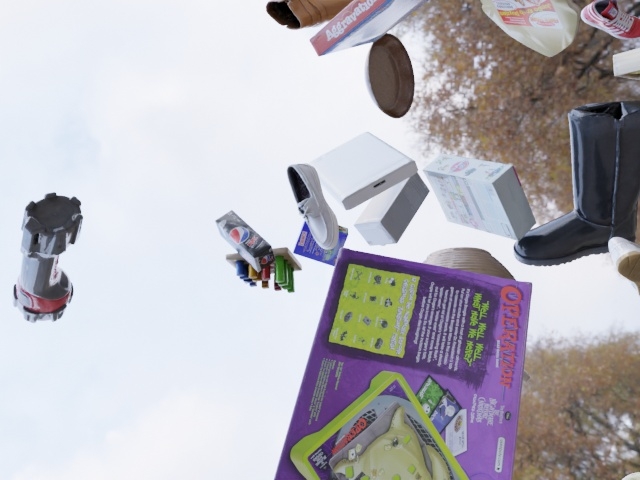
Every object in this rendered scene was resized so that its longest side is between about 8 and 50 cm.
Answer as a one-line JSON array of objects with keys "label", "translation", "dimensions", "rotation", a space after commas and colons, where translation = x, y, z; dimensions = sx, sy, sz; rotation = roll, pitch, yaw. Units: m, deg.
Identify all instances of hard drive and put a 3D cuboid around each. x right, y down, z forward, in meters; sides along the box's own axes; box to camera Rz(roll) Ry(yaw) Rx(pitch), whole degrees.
[{"label": "hard drive", "translation": [0.098, -0.189, 1.523], "dimensions": [0.203, 0.307, 0.040], "rotation": [-29, -61, -4]}]

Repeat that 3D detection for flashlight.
[{"label": "flashlight", "translation": [-0.456, 0.033, 0.991], "dimensions": [0.103, 0.304, 0.103], "rotation": [4, -126, -30]}]

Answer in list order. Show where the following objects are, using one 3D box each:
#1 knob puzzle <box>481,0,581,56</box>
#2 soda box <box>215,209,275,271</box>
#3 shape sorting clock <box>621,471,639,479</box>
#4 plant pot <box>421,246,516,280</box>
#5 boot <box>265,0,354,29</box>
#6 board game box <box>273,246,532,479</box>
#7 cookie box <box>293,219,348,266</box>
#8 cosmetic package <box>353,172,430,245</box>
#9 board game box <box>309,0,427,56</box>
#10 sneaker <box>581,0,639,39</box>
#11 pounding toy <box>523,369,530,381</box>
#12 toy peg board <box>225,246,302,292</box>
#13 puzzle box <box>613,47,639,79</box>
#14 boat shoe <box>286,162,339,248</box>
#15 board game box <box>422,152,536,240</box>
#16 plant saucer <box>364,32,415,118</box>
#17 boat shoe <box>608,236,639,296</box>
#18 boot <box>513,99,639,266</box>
[{"label": "knob puzzle", "translation": [0.331, -0.368, 0.921], "dimensions": [0.030, 0.213, 0.213], "rotation": [-51, -46, -3]}, {"label": "soda box", "translation": [-0.181, -0.001, 1.403], "dimensions": [0.053, 0.169, 0.060], "rotation": [-36, -36, -21]}, {"label": "shape sorting clock", "translation": [0.550, 0.418, 0.869], "dimensions": [0.040, 0.206, 0.206], "rotation": [-44, -52, -34]}, {"label": "plant pot", "translation": [0.258, 0.081, 1.082], "dimensions": [0.237, 0.237, 0.110], "rotation": [23, -119, -48]}, {"label": "boot", "translation": [0.022, -0.586, 1.487], "dimensions": [0.220, 0.283, 0.109], "rotation": [-37, -31, -40]}, {"label": "board game box", "translation": [0.077, 0.181, 0.557], "dimensions": [0.056, 0.208, 0.347], "rotation": [72, -149, -58]}, {"label": "cookie box", "translation": [0.000, 0.000, 1.372], "dimensions": [0.107, 0.040, 0.092], "rotation": [19, -68, -8]}, {"label": "cosmetic package", "translation": [0.221, -0.099, 1.800], "dimensions": [0.107, 0.127, 0.238], "rotation": [52, -124, -22]}, {"label": "board game box", "translation": [0.124, -0.301, 0.652], "dimensions": [0.145, 0.281, 0.027], "rotation": [-37, -83, -49]}, {"label": "sneaker", "translation": [0.518, -0.385, 1.017], "dimensions": [0.067, 0.118, 0.042], "rotation": [-27, -43, -80]}, {"label": "pounding toy", "translation": [0.346, 0.274, 1.321], "dimensions": [0.154, 0.269, 0.155], "rotation": [33, -77, -22]}, {"label": "toy peg board", "translation": [-0.141, 0.087, 1.497], "dimensions": [0.161, 0.160, 0.079], "rotation": [59, -154, -67]}, {"label": "puzzle box", "translation": [0.916, -0.418, 1.356], "dimensions": [0.408, 0.272, 0.052], "rotation": [-5, -89, -34]}, {"label": "boat shoe", "translation": [-0.019, -0.069, 1.143], "dimensions": [0.063, 0.066, 0.184], "rotation": [-2, -107, -48]}, {"label": "board game box", "translation": [0.476, -0.137, 1.779], "dimensions": [0.097, 0.303, 0.224], "rotation": [-42, -59, -16]}, {"label": "plant saucer", "translation": [0.159, -0.388, 1.394], "dimensions": [0.198, 0.036, 0.199], "rotation": [0, -90, -50]}, {"label": "boat shoe", "translation": [0.815, 0.067, 1.481], "dimensions": [0.277, 0.098, 0.096], "rotation": [33, -149, -35]}, {"label": "boot", "translation": [0.726, -0.155, 1.653], "dimensions": [0.366, 0.146, 0.445], "rotation": [-12, -53, 2]}]
